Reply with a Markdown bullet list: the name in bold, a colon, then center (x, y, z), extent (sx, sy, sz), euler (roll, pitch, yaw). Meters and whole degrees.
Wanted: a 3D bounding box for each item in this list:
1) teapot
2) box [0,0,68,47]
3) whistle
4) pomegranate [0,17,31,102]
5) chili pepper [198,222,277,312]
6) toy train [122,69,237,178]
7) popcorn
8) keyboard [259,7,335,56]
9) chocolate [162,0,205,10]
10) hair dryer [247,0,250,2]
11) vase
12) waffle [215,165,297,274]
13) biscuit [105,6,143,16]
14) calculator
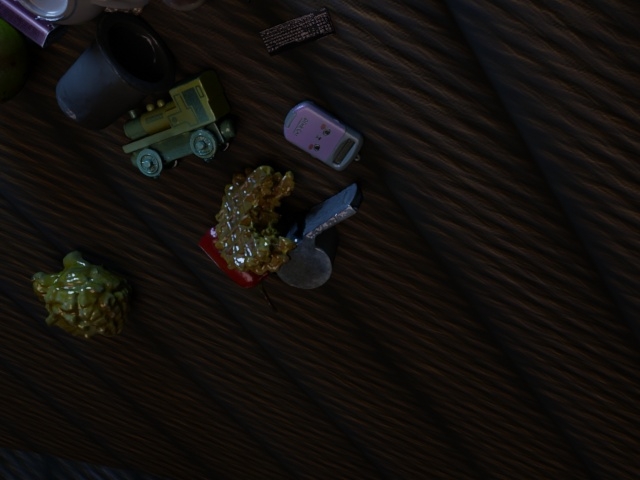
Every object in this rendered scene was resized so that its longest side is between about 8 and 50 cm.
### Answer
- **teapot**: center (-0.616, -0.671, 1.437), extent (0.424, 0.280, 0.252), euler (19, 138, -6)
- **box**: center (-0.817, -0.633, 1.610), extent (0.224, 0.120, 0.069), euler (36, 127, -15)
- **whistle**: center (-0.020, -0.022, 1.832), extent (0.188, 0.168, 0.405), euler (21, 127, -4)
- **pomegranate**: center (-0.959, -0.545, 1.663), extent (0.310, 0.216, 0.358), euler (-16, 90, 27)
- **chili pepper**: center (-0.236, 0.089, 1.919), extent (0.131, 0.134, 0.338), euler (-43, 85, 22)
- **toy train**: center (-0.430, -0.327, 1.729), extent (0.369, 0.150, 0.237), euler (-14, 112, 22)
- **popcorn**: center (-0.843, 0.215, 2.119), extent (0.279, 0.274, 0.335), euler (23, 170, 48)
- **keyboard**: center (-0.063, -0.548, 1.561), extent (0.196, 0.015, 0.074), euler (-12, 122, 21)
- **chocolate**: center (-0.335, -0.654, 1.470), extent (0.221, 0.221, 0.147), euler (9, 152, 7)
- **hair dryer**: center (-0.196, -0.675, 1.493), extent (0.071, 0.047, 0.150), euler (4, 136, 13)
- **vase**: center (-0.586, -0.451, 1.632), extent (0.291, 0.245, 0.245), euler (-23, 117, 33)
- **waffle**: center (-0.190, -0.054, 1.761), extent (0.151, 0.324, 0.261), euler (19, 152, -41)
- **biscuit**: center (-0.538, -0.668, 1.581), extent (0.152, 0.020, 0.152), euler (5, 125, 8)
- **calculator**: center (0.012, -0.299, 1.704), extent (0.246, 0.045, 0.141), euler (31, 126, -11)
